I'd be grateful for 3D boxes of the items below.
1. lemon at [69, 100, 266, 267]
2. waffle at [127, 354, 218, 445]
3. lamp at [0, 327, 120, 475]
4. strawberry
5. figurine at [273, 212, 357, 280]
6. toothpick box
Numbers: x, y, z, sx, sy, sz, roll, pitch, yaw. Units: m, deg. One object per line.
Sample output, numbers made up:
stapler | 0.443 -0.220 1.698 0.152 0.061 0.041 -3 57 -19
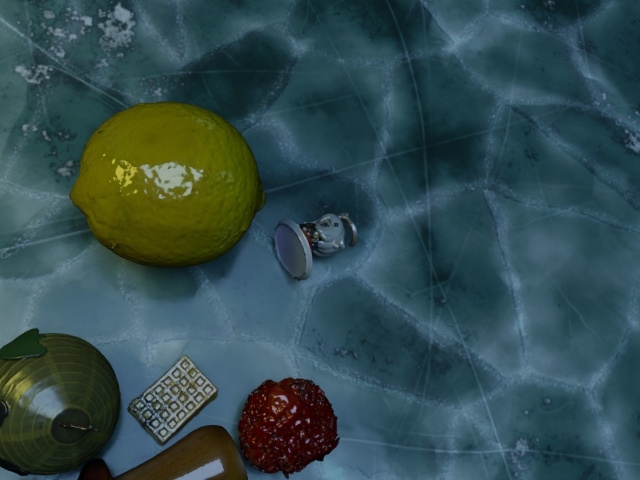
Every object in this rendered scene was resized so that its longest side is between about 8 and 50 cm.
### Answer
lemon | -0.279 -0.103 1.595 0.336 0.336 0.336 3 73 -11
waffle | -0.275 0.298 1.611 0.148 0.042 0.102 -41 85 -19
lamp | -0.450 0.286 1.455 0.250 0.284 0.250 -9 104 -36
strawberry | -0.059 0.331 1.572 0.186 0.201 0.184 17 52 13
figurine | 0.000 0.000 1.730 0.153 0.132 0.132 -20 79 -30
toothpick box | -0.283 0.438 1.495 0.294 0.192 0.192 -20 79 -22
